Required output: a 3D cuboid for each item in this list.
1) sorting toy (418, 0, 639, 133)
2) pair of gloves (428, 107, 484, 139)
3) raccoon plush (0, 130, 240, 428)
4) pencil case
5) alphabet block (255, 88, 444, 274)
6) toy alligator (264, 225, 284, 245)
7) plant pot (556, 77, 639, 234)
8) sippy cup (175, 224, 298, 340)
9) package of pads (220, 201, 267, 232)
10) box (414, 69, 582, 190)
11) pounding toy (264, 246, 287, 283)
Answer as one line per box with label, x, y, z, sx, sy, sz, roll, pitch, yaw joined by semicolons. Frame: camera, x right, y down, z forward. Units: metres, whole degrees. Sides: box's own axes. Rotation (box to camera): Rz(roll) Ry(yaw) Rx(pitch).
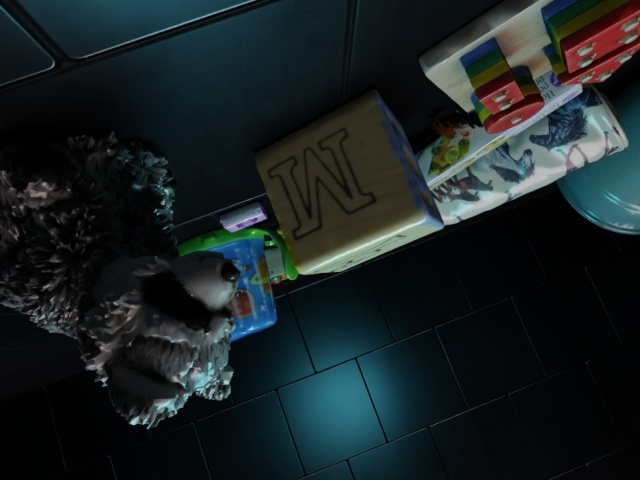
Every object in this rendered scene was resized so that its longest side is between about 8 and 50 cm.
sorting toy;0.298;-0.240;0.623;0.257;0.090;0.255;-27;169;28
pair of gloves;0.229;-0.196;0.792;0.083;0.074;0.010;-19;132;-4
raccoon plush;-0.283;0.088;0.561;0.446;0.299;0.216;-27;169;33
pencil case;0.350;-0.168;0.929;0.410;0.184;0.160;-26;-163;28
alphabet block;0.051;-0.072;0.710;0.197;0.194;0.192;-24;168;18
toy alligator;-0.048;-0.024;1.166;0.189;0.056;0.051;-14;-150;-7
plant pot;0.780;-0.234;1.068;0.340;0.341;0.334;-19;162;-12
sippy cup;-0.207;0.110;1.061;0.239;0.224;0.305;-14;168;-35
package of pads;-0.148;-0.045;0.910;0.083;0.032;0.050;-21;171;1
box;0.287;-0.191;0.832;0.324;0.063;0.067;-34;166;26
pounding toy;-0.117;0.083;1.476;0.205;0.094;0.181;-13;167;-36
